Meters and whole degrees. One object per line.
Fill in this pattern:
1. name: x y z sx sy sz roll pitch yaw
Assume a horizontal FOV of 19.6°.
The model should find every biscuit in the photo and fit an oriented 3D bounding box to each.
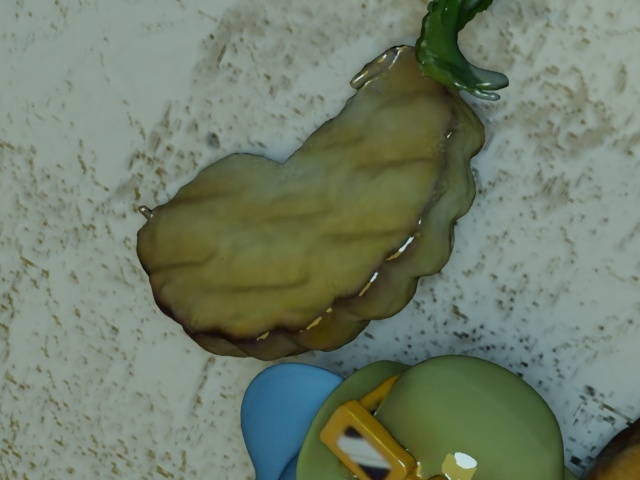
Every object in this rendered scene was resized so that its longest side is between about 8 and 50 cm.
1. biscuit: 0.000 0.000 0.849 0.183 0.061 0.118 -26 56 22

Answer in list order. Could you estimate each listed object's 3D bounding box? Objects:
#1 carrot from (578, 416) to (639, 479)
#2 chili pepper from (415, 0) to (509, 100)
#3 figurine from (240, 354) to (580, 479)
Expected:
1. carrot: 0.256 0.177 0.823 0.307 0.100 0.258 30 114 15
2. chili pepper: 0.170 -0.196 0.735 0.359 0.076 0.085 -46 64 20
3. figurine: 0.037 0.171 0.837 0.180 0.154 0.262 44 134 49
